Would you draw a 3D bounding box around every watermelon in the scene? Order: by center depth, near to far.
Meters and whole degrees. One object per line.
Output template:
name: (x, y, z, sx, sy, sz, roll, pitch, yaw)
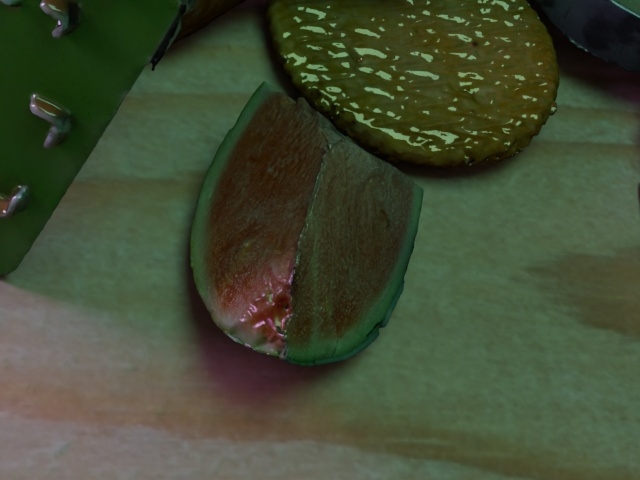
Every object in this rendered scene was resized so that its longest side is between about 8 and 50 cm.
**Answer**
watermelon: (-0.002, 0.010, 1.419, 0.146, 0.128, 0.231, 36, 58, -36)

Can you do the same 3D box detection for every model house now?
model house: (-0.250, -0.229, 1.339, 0.340, 0.300, 0.323, 30, 41, -8)

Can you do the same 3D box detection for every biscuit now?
biscuit: (0.076, -0.159, 1.603, 0.254, 0.035, 0.254, 11, 53, -15)

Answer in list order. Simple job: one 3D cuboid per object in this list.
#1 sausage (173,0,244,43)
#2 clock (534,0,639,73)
sausage: (-0.032, -0.228, 1.540, 0.302, 0.076, 0.103, -18, 49, -16)
clock: (0.288, -0.246, 1.734, 0.281, 0.055, 0.280, 16, 43, -15)
